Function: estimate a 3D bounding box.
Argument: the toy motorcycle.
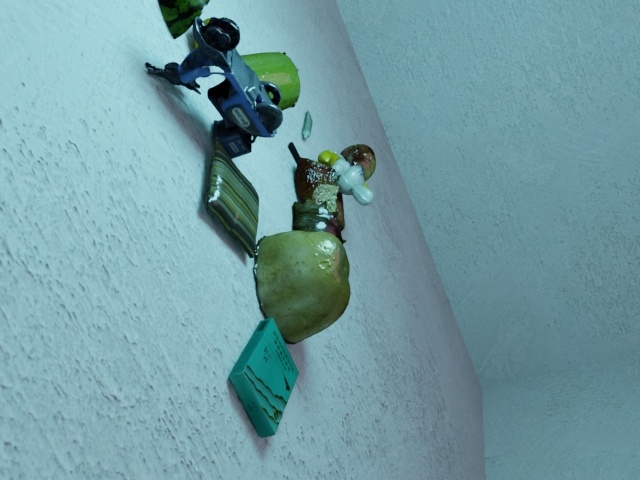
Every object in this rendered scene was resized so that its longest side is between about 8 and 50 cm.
[{"bbox_3d":[-0.222,-0.341,1.399,0.358,0.212,0.125,57,22,-48],"label":"toy motorcycle"}]

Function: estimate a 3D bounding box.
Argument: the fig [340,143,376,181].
[{"bbox_3d":[0.160,-0.274,2.507,0.160,0.143,0.231,-45,128,-35],"label":"fig"}]

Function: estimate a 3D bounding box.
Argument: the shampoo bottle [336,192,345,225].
[{"bbox_3d":[0.039,-0.131,2.118,0.244,0.085,0.085,-92,155,-45],"label":"shampoo bottle"}]

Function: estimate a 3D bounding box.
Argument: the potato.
[{"bbox_3d":[-0.028,0.095,1.522,0.242,0.242,0.285,35,43,-61],"label":"potato"}]

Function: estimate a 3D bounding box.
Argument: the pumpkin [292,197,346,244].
[{"bbox_3d":[0.000,0.000,1.810,0.149,0.130,0.254,-46,118,-70],"label":"pumpkin"}]

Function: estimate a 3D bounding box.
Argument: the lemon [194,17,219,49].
[{"bbox_3d":[-0.265,-0.500,1.557,0.109,0.109,0.133,27,39,-64],"label":"lemon"}]

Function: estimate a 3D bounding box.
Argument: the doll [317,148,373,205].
[{"bbox_3d":[0.092,-0.216,2.079,0.237,0.111,0.252,47,9,0],"label":"doll"}]

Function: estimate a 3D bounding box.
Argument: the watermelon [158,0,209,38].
[{"bbox_3d":[-0.338,-0.545,1.486,0.094,0.125,0.135,159,-55,-79],"label":"watermelon"}]

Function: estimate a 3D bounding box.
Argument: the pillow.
[{"bbox_3d":[-0.201,-0.097,1.449,0.208,0.052,0.212,58,24,-45],"label":"pillow"}]

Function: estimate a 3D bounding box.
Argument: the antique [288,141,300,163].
[{"bbox_3d":[-0.058,-0.239,2.043,0.031,0.015,0.192,-82,149,-55],"label":"antique"}]

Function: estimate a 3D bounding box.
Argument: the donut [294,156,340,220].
[{"bbox_3d":[-0.019,-0.164,1.947,0.126,0.144,0.186,24,74,-56],"label":"donut"}]

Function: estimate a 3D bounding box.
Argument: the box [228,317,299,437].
[{"bbox_3d":[-0.116,0.292,1.344,0.161,0.042,0.226,65,19,-15],"label":"box"}]

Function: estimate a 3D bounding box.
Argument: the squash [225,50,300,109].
[{"bbox_3d":[-0.203,-0.455,1.826,0.260,0.189,0.189,-24,97,-35],"label":"squash"}]

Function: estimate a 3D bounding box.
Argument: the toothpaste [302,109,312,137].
[{"bbox_3d":[-0.045,-0.412,2.221,0.197,0.029,0.048,-84,152,-56],"label":"toothpaste"}]
